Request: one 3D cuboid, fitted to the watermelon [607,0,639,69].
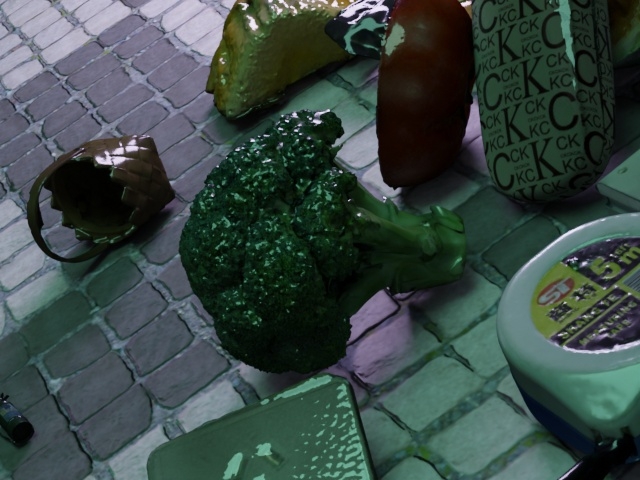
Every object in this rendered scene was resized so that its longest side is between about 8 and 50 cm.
[{"bbox_3d":[0.314,-0.260,1.495,0.322,0.188,0.175,37,115,49],"label":"watermelon"}]

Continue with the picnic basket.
[{"bbox_3d":[-0.278,-0.049,1.655,0.137,0.128,0.178,-2,24,40],"label":"picnic basket"}]

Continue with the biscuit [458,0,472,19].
[{"bbox_3d":[0.169,-0.231,1.622,0.118,0.023,0.140,12,62,26],"label":"biscuit"}]

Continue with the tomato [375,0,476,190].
[{"bbox_3d":[0.120,-0.162,1.458,0.085,0.225,0.225,5,42,12],"label":"tomato"}]

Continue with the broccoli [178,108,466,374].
[{"bbox_3d":[0.000,0.000,1.297,0.270,0.270,0.270,1,31,-12],"label":"broccoli"}]

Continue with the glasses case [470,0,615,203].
[{"bbox_3d":[0.222,-0.212,1.381,0.137,0.085,0.355,-19,68,46],"label":"glasses case"}]

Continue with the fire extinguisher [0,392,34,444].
[{"bbox_3d":[-0.335,0.193,1.468,0.083,0.025,0.038,29,87,53],"label":"fire extinguisher"}]

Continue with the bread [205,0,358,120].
[{"bbox_3d":[-0.055,-0.274,1.787,0.251,0.133,0.174,-27,34,2],"label":"bread"}]

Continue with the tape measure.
[{"bbox_3d":[0.200,0.114,1.082,0.351,0.098,0.215,-36,35,-15],"label":"tape measure"}]

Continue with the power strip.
[{"bbox_3d":[-0.039,0.234,1.140,0.198,0.064,0.213,-23,46,8],"label":"power strip"}]

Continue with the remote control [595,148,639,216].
[{"bbox_3d":[0.366,-0.022,1.184,0.103,0.055,0.277,-37,32,-11],"label":"remote control"}]

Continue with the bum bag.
[{"bbox_3d":[0.145,-0.318,1.725,0.137,0.074,0.310,37,68,21],"label":"bum bag"}]
